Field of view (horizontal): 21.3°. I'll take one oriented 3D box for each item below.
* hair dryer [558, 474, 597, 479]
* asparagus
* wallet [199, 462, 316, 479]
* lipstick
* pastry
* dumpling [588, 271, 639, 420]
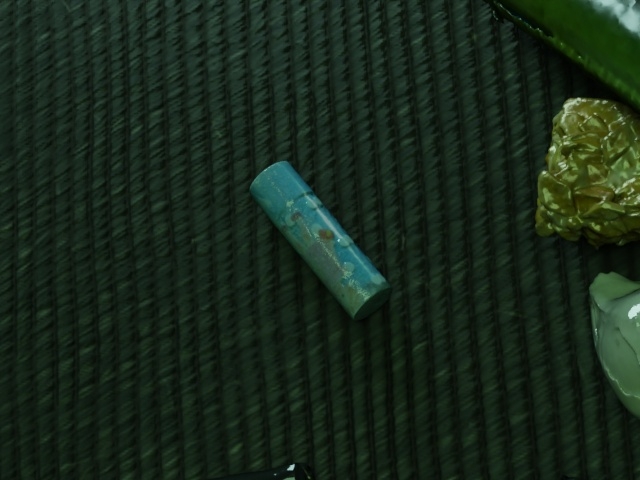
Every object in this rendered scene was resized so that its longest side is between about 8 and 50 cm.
[{"bbox_3d":[0.240,0.342,1.350,0.302,0.116,0.244,28,86,20],"label":"hair dryer"},{"bbox_3d":[0.255,-0.183,1.419,0.128,0.108,0.382,-40,44,-2],"label":"asparagus"},{"bbox_3d":[-0.111,0.284,1.499,0.250,0.044,0.149,-10,78,12],"label":"wallet"},{"bbox_3d":[0.000,0.000,1.534,0.048,0.048,0.158,-40,70,3],"label":"lipstick"},{"bbox_3d":[0.309,-0.050,1.433,0.250,0.102,0.154,2,71,17],"label":"pastry"},{"bbox_3d":[0.298,0.091,1.411,0.127,0.108,0.188,-18,53,-14],"label":"dumpling"}]
